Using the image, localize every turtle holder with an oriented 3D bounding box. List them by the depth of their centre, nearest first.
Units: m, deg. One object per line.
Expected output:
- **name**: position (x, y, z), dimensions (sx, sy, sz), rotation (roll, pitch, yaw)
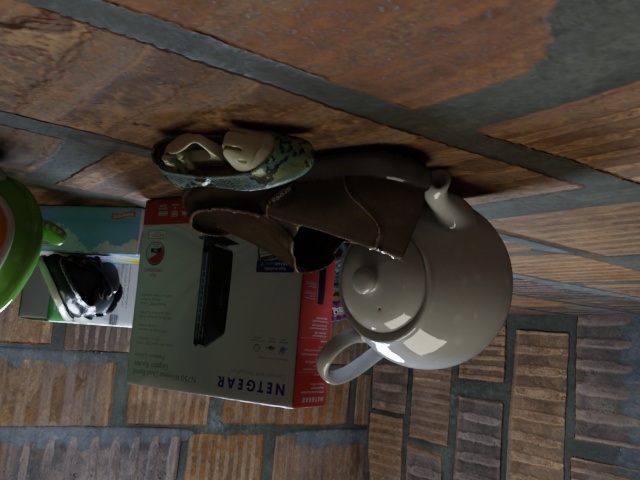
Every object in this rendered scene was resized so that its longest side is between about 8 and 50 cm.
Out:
- **turtle holder**: position (-0.524, -0.029, 0.888), dimensions (0.320, 0.243, 0.227), rotation (45, 178, 33)

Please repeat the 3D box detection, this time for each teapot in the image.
- **teapot**: position (0.110, 0.059, 0.897), dimensions (0.187, 0.256, 0.252), rotation (2, 171, -45)

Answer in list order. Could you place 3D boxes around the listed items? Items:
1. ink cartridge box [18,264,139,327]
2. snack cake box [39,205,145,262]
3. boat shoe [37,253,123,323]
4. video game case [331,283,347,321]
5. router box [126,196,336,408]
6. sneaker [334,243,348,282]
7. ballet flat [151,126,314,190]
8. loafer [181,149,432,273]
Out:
- **ink cartridge box**: position (-0.523, 0.091, 1.572), dimensions (0.121, 0.211, 0.289), rotation (-2, 169, 35)
- **snack cake box**: position (-0.420, -0.007, 1.291), dimensions (0.264, 0.089, 0.152), rotation (2, 172, 17)
- **boat shoe**: position (-0.419, 0.081, 1.232), dimensions (0.113, 0.127, 0.340), rotation (-23, 167, -13)
- **video game case**: position (0.034, 0.102, 1.450), dimensions (0.210, 0.042, 0.232), rotation (-10, -160, -7)
- **router box**: position (-0.138, 0.082, 1.031), dimensions (0.335, 0.301, 0.082), rotation (-2, 170, 34)
- **sneaker**: position (-0.054, 0.030, 1.390), dimensions (0.261, 0.104, 0.125), rotation (-5, 160, 8)
- **ballet flat**: position (-0.099, -0.088, 0.706), dimensions (0.188, 0.070, 0.070), rotation (-4, 168, 27)
- **loafer**: position (-0.041, -0.027, 0.830), dimensions (0.366, 0.130, 0.133), rotation (-3, 168, 41)
